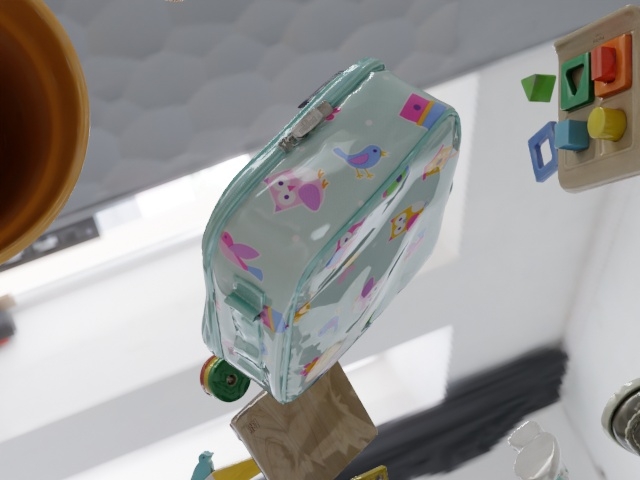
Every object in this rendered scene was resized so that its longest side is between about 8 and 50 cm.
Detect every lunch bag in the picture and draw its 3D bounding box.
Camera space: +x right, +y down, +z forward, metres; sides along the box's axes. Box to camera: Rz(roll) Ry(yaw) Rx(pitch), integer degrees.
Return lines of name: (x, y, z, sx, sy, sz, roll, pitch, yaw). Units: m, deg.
lunch bag: (0.000, 0.000, 0.975, 0.108, 0.224, 0.279, 38, -25, 18)

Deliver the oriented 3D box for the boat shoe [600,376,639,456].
boat shoe: (0.431, 0.217, 1.296, 0.109, 0.305, 0.091, -63, -152, 18)

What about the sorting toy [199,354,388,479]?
sorting toy: (-0.019, 0.197, 1.281, 0.046, 0.132, 0.274, 9, -45, 53)

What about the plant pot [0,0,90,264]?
plant pot: (-0.265, -0.070, 0.806, 0.205, 0.205, 0.188, 70, -18, -3)

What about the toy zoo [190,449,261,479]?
toy zoo: (-0.074, 0.397, 1.589, 0.293, 0.192, 0.030, 58, 8, 2)

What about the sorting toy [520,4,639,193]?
sorting toy: (0.325, -0.165, 1.472, 0.347, 0.047, 0.196, 161, -72, -67)

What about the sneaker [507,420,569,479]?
sneaker: (0.346, 0.343, 1.879, 0.094, 0.080, 0.212, 52, 8, -4)
